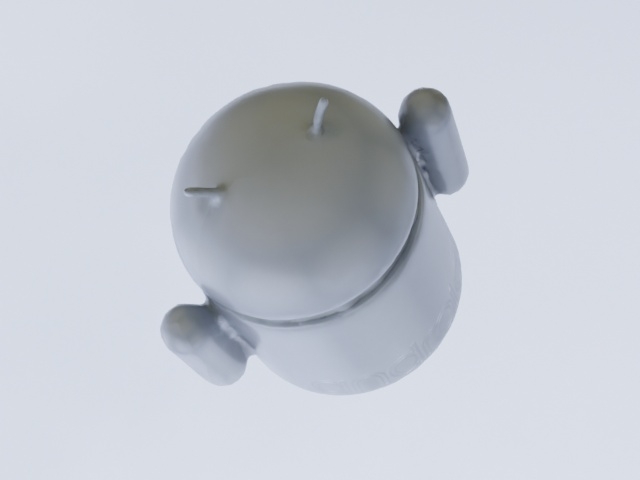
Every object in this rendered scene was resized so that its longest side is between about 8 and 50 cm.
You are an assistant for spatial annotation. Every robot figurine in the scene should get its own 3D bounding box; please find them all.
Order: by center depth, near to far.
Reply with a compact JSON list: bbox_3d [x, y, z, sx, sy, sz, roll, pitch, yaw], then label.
[{"bbox_3d":[0.000,0.000,1.519,0.300,0.353,0.200,-45,-118,-6],"label":"robot figurine"}]
